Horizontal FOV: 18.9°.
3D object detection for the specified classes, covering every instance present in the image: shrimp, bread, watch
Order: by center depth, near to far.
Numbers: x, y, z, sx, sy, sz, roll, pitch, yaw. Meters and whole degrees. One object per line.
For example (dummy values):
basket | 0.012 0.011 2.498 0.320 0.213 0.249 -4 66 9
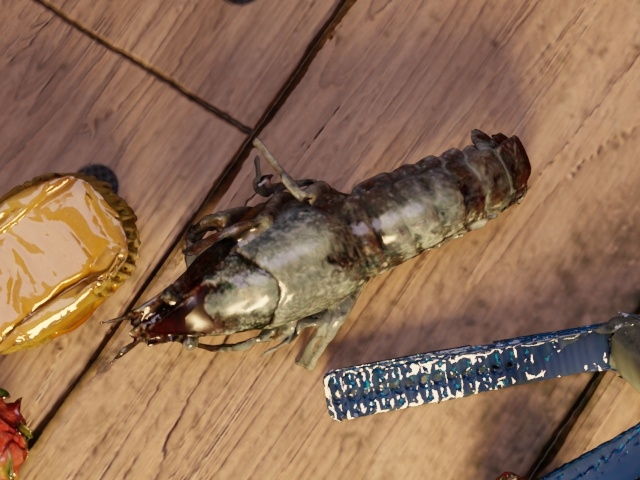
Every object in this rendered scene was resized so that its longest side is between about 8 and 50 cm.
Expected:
watch | 0.180 0.146 1.695 0.274 0.068 0.276 -27 35 -15
shrimp | -0.003 0.002 1.738 0.410 0.166 0.221 -21 101 6
bread | -0.260 0.021 1.783 0.190 0.114 0.132 -36 84 6

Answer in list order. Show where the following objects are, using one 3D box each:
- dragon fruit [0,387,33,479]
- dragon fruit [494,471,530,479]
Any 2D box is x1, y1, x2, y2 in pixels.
dragon fruit | -0.373 0.186 1.747 0.236 0.135 0.137 -2 81 24
dragon fruit | 0.165 0.297 1.685 0.094 0.094 0.190 14 99 10
